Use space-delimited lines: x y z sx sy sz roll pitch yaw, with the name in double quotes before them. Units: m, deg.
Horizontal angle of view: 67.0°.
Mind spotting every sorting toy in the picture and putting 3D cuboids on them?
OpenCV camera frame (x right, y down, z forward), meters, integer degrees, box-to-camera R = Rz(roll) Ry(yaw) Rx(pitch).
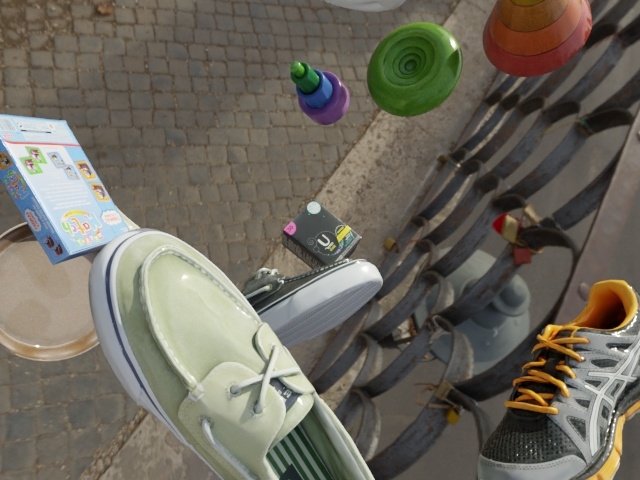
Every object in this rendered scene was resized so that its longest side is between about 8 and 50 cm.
"sorting toy" 0.120 -0.237 0.573 0.365 0.126 0.127 -13 74 23

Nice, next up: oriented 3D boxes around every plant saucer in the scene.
"plant saucer" -0.590 0.107 1.072 0.310 0.050 0.311 8 78 -44

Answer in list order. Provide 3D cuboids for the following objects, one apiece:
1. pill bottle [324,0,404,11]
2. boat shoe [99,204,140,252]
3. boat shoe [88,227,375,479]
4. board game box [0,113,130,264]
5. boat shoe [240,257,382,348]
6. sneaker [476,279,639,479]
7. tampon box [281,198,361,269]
"pill bottle" 0.039 -0.286 0.359 0.111 0.112 0.187 14 98 -15
"boat shoe" -0.407 -0.002 0.955 0.233 0.079 0.084 53 45 -13
"boat shoe" -0.042 0.114 0.340 0.302 0.094 0.109 56 43 -8
"board game box" -0.382 -0.079 0.708 0.039 0.160 0.212 -29 94 12
"boat shoe" -0.077 0.095 0.700 0.335 0.121 0.119 -28 62 9
"sneaker" 0.185 0.107 0.362 0.214 0.084 0.083 -30 96 -29
"tampon box" 0.000 0.000 1.231 0.161 0.101 0.120 39 69 8
